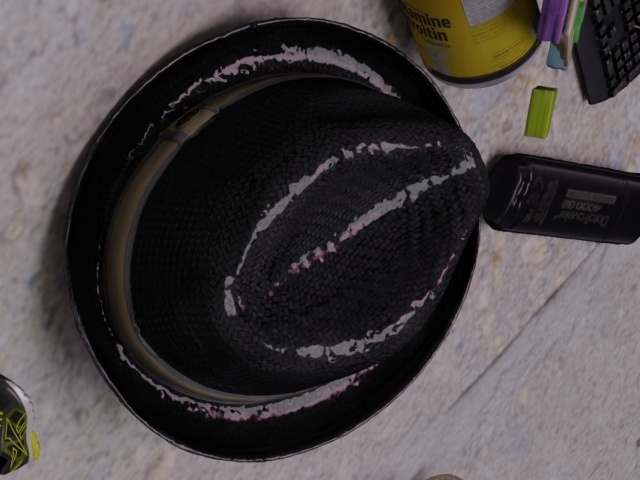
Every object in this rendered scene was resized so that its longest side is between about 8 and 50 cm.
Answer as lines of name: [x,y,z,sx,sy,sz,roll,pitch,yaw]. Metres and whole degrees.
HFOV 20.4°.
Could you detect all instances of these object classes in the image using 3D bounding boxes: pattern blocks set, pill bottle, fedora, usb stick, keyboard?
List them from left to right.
fedora: [0.000,0.000,1.207,0.334,0.152,0.334,-1,92,-27]
pill bottle: [0.106,-0.213,1.372,0.103,0.103,0.184,-51,141,-23]
usb stick: [0.241,-0.037,1.694,0.278,0.045,0.077,5,111,-54]
pattern blocks set: [0.201,-0.219,1.389,0.325,0.026,0.285,-50,151,-73]
keyboard: [0.282,-0.288,1.628,0.201,0.033,0.317,-50,142,-25]

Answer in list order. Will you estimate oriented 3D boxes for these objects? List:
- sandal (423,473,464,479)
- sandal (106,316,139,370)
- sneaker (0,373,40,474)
sandal: [0.054,0.272,1.574,0.240,0.088,0.079,-40,142,-27]
sandal: [-0.039,0.012,1.322,0.302,0.086,0.120,-21,101,-25]
sneaker: [-0.212,0.126,1.194,0.035,0.031,0.083,-39,136,-34]
